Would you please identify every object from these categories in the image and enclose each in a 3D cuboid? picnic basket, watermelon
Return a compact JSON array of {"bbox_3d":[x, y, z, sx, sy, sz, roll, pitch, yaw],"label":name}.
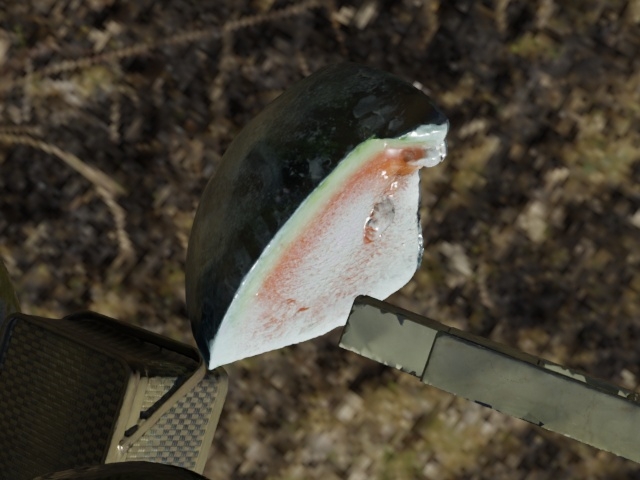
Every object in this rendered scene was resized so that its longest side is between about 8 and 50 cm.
[{"bbox_3d":[-0.211,0.201,1.523,0.139,0.165,0.266,11,97,-55],"label":"picnic basket"},{"bbox_3d":[0.000,0.000,1.485,0.214,0.320,0.289,39,66,-24],"label":"watermelon"}]

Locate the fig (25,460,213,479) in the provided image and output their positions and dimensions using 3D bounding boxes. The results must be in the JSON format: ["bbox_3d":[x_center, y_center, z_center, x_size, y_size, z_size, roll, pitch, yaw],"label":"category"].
[{"bbox_3d":[-0.125,0.154,0.816,0.117,0.177,0.117,-176,-90,-90],"label":"fig"}]

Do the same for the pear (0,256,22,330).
[{"bbox_3d":[-0.401,0.088,1.651,0.188,0.211,0.228,39,69,-43],"label":"pear"}]

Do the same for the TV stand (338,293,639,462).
[{"bbox_3d":[0.131,0.091,1.060,0.042,0.249,0.036,-26,135,-78],"label":"TV stand"}]
